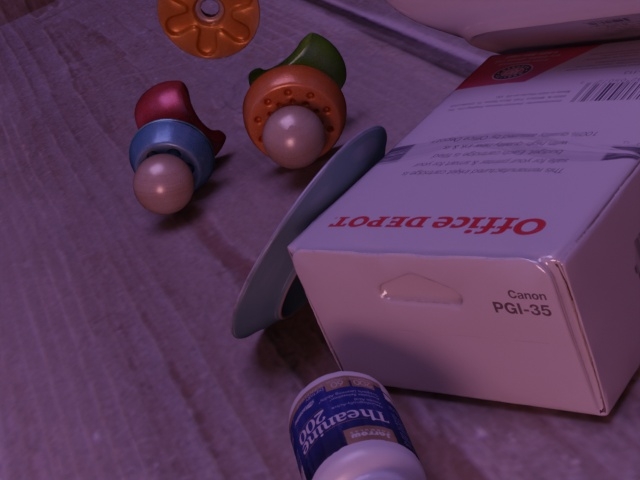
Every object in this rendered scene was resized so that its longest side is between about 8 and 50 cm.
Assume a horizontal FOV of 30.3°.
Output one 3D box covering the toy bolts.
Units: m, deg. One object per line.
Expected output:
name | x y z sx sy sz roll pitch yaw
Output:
toy bolts | -0.111 -0.132 1.157 0.228 0.218 0.158 -33 27 22

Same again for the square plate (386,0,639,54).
square plate | 0.269 -0.166 0.882 0.347 0.049 0.344 1 -1 41

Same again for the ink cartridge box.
ink cartridge box | 0.145 -0.022 0.797 0.207 0.117 0.283 2 35 42

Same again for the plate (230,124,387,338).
plate | 0.000 0.000 0.864 0.024 0.188 0.188 36 51 12

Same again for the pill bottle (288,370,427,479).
pill bottle | 0.022 0.130 0.666 0.067 0.067 0.120 -24 25 -1
